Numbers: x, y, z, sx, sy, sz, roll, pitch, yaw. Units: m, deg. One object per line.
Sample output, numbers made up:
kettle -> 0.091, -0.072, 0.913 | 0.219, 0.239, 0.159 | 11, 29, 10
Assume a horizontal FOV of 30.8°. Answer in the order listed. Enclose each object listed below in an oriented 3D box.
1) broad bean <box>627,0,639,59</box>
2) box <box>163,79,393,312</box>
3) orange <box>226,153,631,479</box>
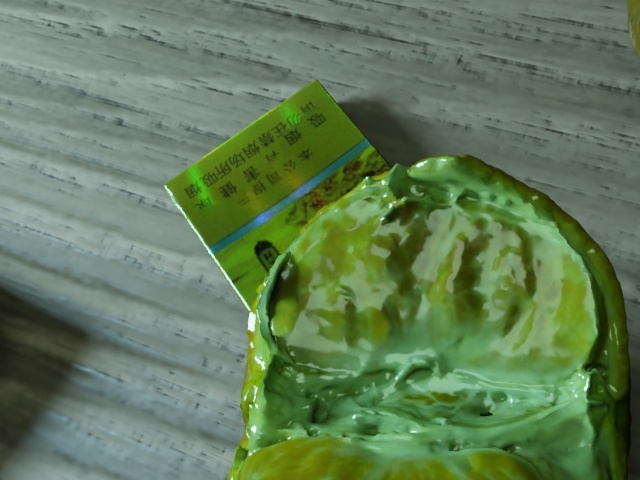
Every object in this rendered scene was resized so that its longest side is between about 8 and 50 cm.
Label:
broad bean -> 0.258, -0.094, 0.607 | 0.156, 0.122, 0.228 | -31, 59, 2
box -> 0.000, 0.000, 0.696 | 0.121, 0.030, 0.193 | -35, 55, -3
orange -> 0.053, 0.092, 0.544 | 0.179, 0.158, 0.237 | -1, 62, 14
